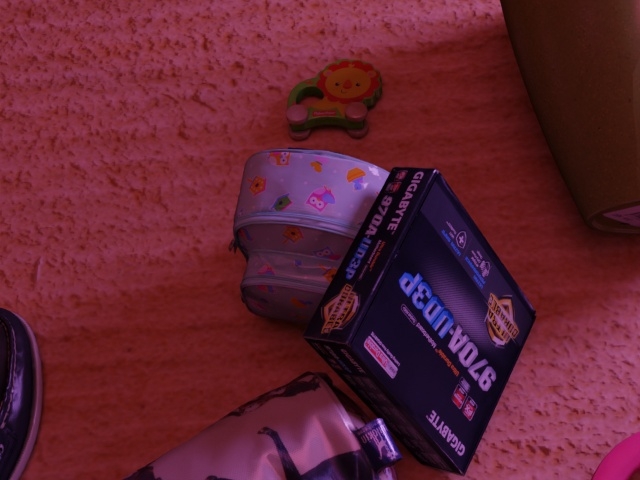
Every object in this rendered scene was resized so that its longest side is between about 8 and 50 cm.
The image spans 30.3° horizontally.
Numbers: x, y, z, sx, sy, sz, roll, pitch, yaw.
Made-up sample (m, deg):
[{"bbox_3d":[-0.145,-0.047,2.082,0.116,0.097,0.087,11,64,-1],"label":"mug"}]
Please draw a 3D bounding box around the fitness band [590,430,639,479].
[{"bbox_3d":[0.328,0.286,0.957,0.209,0.054,0.291,-14,61,-4],"label":"fitness band"}]

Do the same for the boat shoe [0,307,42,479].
[{"bbox_3d":[-0.348,0.197,1.050,0.127,0.113,0.340,12,63,14],"label":"boat shoe"}]

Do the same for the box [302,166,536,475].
[{"bbox_3d":[0.093,0.071,1.011,0.051,0.220,0.175,7,57,41],"label":"box"}]

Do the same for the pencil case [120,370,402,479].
[{"bbox_3d":[-0.118,0.272,0.953,0.410,0.160,0.183,-30,47,-11],"label":"pencil case"}]

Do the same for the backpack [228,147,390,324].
[{"bbox_3d":[0.000,0.000,1.076,0.166,0.188,0.144,10,62,11],"label":"backpack"}]

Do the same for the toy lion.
[{"bbox_3d":[0.016,-0.154,1.255,0.100,0.034,0.096,-2,53,6],"label":"toy lion"}]

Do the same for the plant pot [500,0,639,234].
[{"bbox_3d":[0.306,-0.162,1.115,0.275,0.275,0.293,-3,76,5],"label":"plant pot"}]
